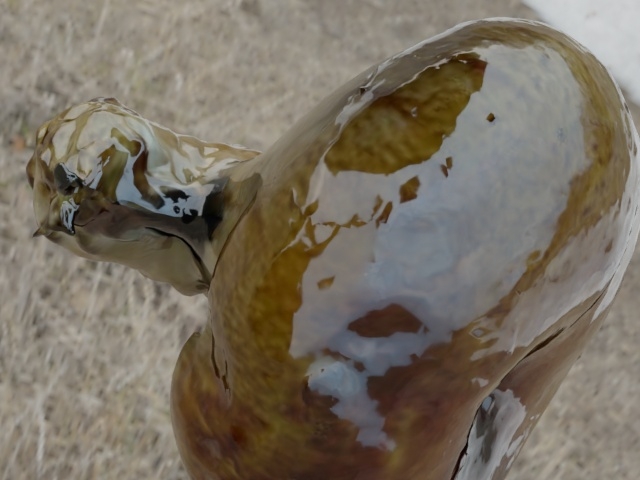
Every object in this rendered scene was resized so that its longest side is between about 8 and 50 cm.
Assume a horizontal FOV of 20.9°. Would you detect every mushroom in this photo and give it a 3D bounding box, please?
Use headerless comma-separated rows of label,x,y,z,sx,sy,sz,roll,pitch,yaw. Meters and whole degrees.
mushroom,0.032,0.006,0.774,0.267,0.267,0.254,-19,76,-31
